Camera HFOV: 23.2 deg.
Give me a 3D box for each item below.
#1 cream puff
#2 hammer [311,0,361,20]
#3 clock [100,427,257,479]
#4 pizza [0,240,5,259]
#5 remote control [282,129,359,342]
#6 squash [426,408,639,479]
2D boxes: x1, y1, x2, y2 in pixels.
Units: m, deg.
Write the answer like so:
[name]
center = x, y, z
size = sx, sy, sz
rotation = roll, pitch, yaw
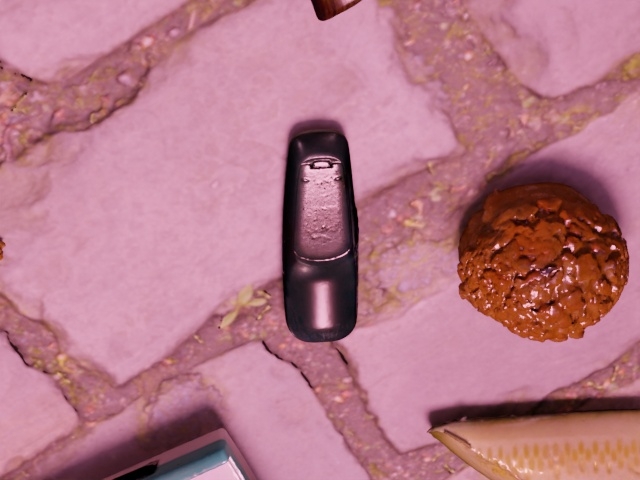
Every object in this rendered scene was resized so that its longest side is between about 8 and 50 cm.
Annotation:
[cream puff]
center = 0.208, 0.026, 1.451
size = 0.165, 0.115, 0.150
rotation = -11, 118, 0
[hammer]
center = -0.030, -0.350, 1.207
size = 0.242, 0.095, 0.409
rotation = -20, 124, 4
[clock]
center = -0.161, 0.329, 1.587
size = 0.262, 0.116, 0.231
rotation = -25, 108, 7
[pizza]
center = -0.327, 0.031, 1.434
size = 0.083, 0.025, 0.078
rotation = -8, 120, -4
[remote control]
center = 0.000, 0.000, 1.449
size = 0.072, 0.042, 0.222
rotation = -3, 121, -3
[squash]
center = 0.232, 0.265, 1.605
size = 0.252, 0.093, 0.169
rotation = -3, 77, -7
